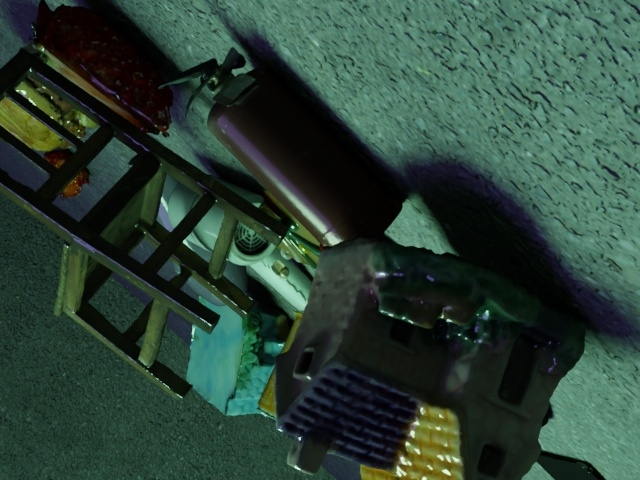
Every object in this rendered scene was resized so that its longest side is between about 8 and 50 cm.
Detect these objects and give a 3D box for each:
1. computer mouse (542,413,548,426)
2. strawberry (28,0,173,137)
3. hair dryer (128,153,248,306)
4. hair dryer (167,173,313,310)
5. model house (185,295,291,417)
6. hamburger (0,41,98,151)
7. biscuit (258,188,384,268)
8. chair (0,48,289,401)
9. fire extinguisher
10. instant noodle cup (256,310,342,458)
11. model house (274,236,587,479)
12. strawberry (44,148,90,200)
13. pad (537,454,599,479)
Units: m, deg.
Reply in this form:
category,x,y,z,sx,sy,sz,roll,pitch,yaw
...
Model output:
category,x,y,z,sx,sy,sz,roll,pitch,yaw
computer mouse,0.165,0.189,1.382,0.269,0.100,0.170,23,152,54
strawberry,-0.272,-0.229,1.379,0.228,0.098,0.174,28,160,37
hair dryer,-0.275,-0.050,1.910,0.301,0.121,0.361,60,165,-25
hair dryer,-0.067,0.037,1.631,0.357,0.107,0.173,43,169,-37
model house,-0.104,0.217,2.085,0.241,0.226,0.261,9,-174,-28
hamburger,-0.442,-0.231,1.710,0.282,0.155,0.245,25,160,41
biscuit,0.000,0.000,1.364,0.197,0.049,0.301,52,161,-23
chair,-0.283,-0.015,1.398,0.416,0.203,0.240,34,149,5
fire extinguisher,-0.041,-0.096,1.119,0.269,0.105,0.105,45,165,-7
instant noodle cup,0.009,0.238,1.716,0.215,0.172,0.216,30,170,6
model house,0.095,0.147,1.029,0.237,0.237,0.202,27,166,-31
strawberry,-0.590,-0.165,2.465,0.121,0.082,0.188,70,167,-17
pad,0.408,0.382,1.461,0.265,0.009,0.159,45,165,-10
